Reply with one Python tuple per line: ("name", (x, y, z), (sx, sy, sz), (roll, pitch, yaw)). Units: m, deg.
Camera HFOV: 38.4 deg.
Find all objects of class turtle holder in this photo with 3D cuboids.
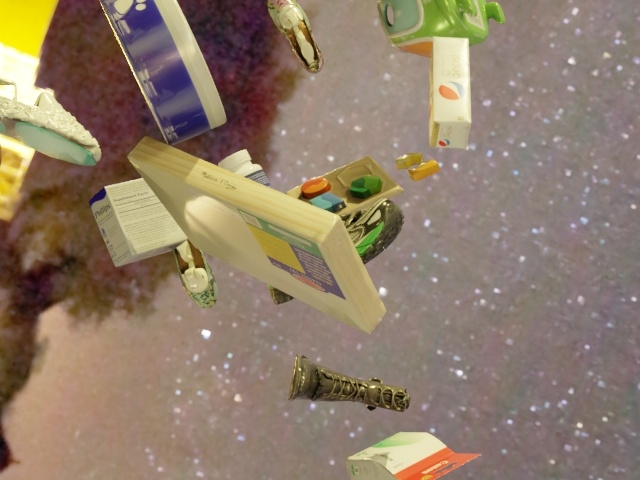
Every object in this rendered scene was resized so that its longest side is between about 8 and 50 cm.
("turtle holder", (0.236, -0.556, 2.042), (0.227, 0.320, 0.243), (-24, -168, 34))

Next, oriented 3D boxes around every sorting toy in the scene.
("sorting toy", (0.087, -0.130, 1.980), (0.307, 0.041, 0.229), (-25, -152, -7))

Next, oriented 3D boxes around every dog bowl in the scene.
("dog bowl", (-0.253, -0.290, 1.480), (0.104, 0.265, 0.265), (-25, -160, -6))

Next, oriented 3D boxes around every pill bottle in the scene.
("pill bottle", (-0.188, -0.137, 2.413), (0.112, 0.187, 0.112), (-27, 180, 0))

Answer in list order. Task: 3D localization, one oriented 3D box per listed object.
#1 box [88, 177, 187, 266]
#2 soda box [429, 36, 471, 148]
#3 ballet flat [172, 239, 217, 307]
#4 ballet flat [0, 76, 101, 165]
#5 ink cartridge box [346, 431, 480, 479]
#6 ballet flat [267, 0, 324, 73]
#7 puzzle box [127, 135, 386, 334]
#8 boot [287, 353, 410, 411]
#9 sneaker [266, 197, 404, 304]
("box", (-0.333, -0.038, 1.682), (0.072, 0.126, 0.137), (-28, -97, 47))
("soda box", (0.235, -0.271, 1.675), (0.074, 0.069, 0.216), (90, 4, -55))
("ballet flat", (-0.250, 0.042, 1.753), (0.070, 0.070, 0.188), (-23, -92, 65))
("ballet flat", (-0.683, -0.294, 2.073), (0.147, 0.408, 0.147), (-163, -90, -79))
("ink cartridge box", (0.193, 0.453, 1.931), (0.224, 0.181, 0.056), (-16, -92, 47))
("ballet flat", (-0.054, -0.504, 2.234), (0.077, 0.221, 0.079), (-29, -161, 1))
("puzzle box", (-0.100, -0.009, 1.466), (0.409, 0.272, 0.052), (24, -113, 32))
("boot", (0.065, 0.291, 1.819), (0.263, 0.229, 0.091), (31, 69, -76))
("sneaker", (0.000, 0.000, 1.602), (0.343, 0.146, 0.134), (-26, -176, 42))
